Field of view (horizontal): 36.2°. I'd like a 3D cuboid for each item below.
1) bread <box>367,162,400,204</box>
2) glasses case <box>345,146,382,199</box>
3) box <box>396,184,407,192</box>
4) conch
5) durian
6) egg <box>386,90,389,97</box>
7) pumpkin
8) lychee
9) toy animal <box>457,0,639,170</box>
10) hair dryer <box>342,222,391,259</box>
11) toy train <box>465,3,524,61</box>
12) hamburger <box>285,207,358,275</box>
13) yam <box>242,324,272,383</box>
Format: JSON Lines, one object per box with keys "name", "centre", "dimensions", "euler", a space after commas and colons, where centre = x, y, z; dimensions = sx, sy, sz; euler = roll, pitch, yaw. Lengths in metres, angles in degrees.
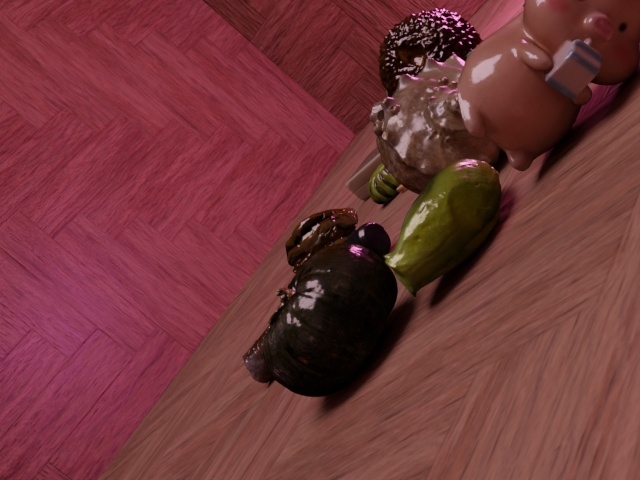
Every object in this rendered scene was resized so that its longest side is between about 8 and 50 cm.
{"name": "bread", "centre": [0.162, -0.149, 2.238], "dimensions": [0.139, 0.071, 0.130], "euler": [-47, 11, 25]}
{"name": "glasses case", "centre": [0.178, -0.214, 2.508], "dimensions": [0.131, 0.070, 0.313], "euler": [-53, 7, -29]}
{"name": "box", "centre": [0.202, -0.137, 2.128], "dimensions": [0.058, 0.015, 0.093], "euler": [-53, 8, -19]}
{"name": "conch", "centre": [0.212, -0.200, 1.627], "dimensions": [0.297, 0.210, 0.352], "euler": [-36, 5, -12]}
{"name": "durian", "centre": [0.170, -0.033, 1.296], "dimensions": [0.250, 0.101, 0.139], "euler": [-53, 6, -31]}
{"name": "egg", "centre": [0.267, -0.430, 2.734], "dimensions": [0.169, 0.169, 0.236], "euler": [-47, 8, 19]}
{"name": "pumpkin", "centre": [0.009, 0.106, 1.350], "dimensions": [0.224, 0.157, 0.224], "euler": [-60, 4, 7]}
{"name": "lychee", "centre": [0.267, -0.396, 2.232], "dimensions": [0.267, 0.267, 0.267], "euler": [-49, 6, 7]}
{"name": "toy animal", "centre": [0.303, -0.247, 1.259], "dimensions": [0.256, 0.195, 0.213], "euler": [-43, 16, 30]}
{"name": "hair dryer", "centre": [0.044, 0.076, 1.737], "dimensions": [0.114, 0.070, 0.248], "euler": [-44, 12, 44]}
{"name": "toy train", "centre": [0.371, -0.355, 1.782], "dimensions": [0.298, 0.120, 0.194], "euler": [-45, -1, 15]}
{"name": "hamburger", "centre": [0.000, 0.000, 2.226], "dimensions": [0.183, 0.130, 0.206], "euler": [-45, 5, 17]}
{"name": "yam", "centre": [-0.081, 0.194, 1.837], "dimensions": [0.141, 0.079, 0.079], "euler": [-49, 6, 17]}
